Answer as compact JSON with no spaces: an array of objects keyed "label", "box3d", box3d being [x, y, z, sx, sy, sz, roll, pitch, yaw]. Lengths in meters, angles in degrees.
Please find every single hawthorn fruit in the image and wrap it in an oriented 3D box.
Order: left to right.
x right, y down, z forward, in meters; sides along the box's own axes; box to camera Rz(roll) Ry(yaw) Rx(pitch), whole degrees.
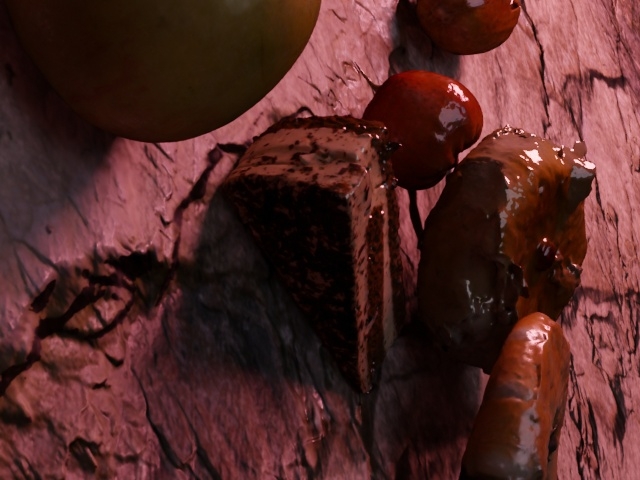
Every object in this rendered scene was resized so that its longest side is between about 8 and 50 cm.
[{"label":"hawthorn fruit","box3d":[0.093,-0.112,1.400,0.140,0.125,0.125,12,53,-9]}]

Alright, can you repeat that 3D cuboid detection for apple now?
[{"label":"apple","box3d":[-0.113,-0.200,1.027,0.261,0.194,0.261,41,35,-36]}]

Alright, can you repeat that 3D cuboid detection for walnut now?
[{"label":"walnut","box3d":[0.178,-0.276,1.635,0.207,0.115,0.116,-15,86,-60]}]

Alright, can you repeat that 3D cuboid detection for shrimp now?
[{"label":"shrimp","box3d":[0.171,0.287,1.288,0.272,0.085,0.445,61,39,-57]}]

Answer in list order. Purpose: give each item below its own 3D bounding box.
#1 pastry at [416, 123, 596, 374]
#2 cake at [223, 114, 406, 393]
[{"label":"pastry","box3d":[0.196,0.013,1.416,0.235,0.120,0.257,1,101,-57]},{"label":"cake","box3d":[-0.003,0.007,1.240,0.246,0.135,0.112,84,29,-41]}]
